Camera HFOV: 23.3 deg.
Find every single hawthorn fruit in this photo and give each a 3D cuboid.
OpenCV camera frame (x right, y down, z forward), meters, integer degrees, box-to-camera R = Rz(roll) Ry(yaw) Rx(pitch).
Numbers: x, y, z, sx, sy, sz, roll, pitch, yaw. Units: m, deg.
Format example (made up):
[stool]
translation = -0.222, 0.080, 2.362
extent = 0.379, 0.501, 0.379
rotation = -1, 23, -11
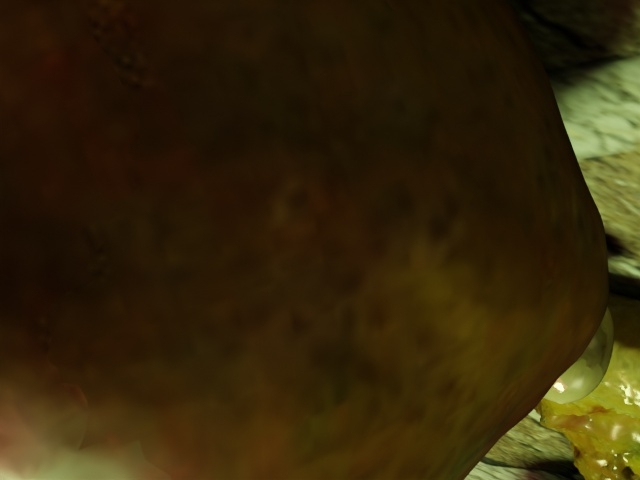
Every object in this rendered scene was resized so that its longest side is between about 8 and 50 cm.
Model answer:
[hawthorn fruit]
translation = -0.054, -0.001, 0.547
extent = 0.325, 0.308, 0.308
rotation = 15, 164, -8

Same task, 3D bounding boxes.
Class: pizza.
[pizza]
translation = 0.232, 0.104, 0.855
extent = 0.258, 0.087, 0.268
rotation = 2, 151, 43

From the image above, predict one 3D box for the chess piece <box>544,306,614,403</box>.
[chess piece]
translation = 0.000, 0.000, 0.766
extent = 0.307, 0.124, 0.139
rotation = 19, -170, -8
